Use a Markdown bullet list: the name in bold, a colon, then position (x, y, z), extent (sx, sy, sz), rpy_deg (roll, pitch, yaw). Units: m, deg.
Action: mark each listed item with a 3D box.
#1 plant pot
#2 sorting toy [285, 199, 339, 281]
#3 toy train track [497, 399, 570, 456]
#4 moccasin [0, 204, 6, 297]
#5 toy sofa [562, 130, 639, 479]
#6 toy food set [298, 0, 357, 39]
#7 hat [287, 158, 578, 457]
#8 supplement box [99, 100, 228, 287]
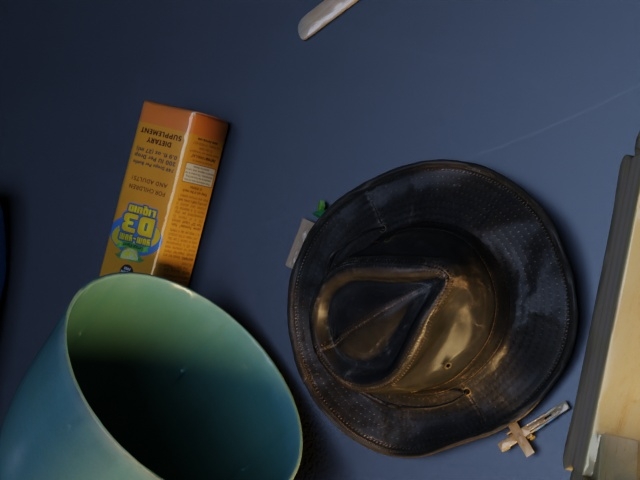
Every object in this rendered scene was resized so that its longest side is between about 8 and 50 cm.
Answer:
- **plant pot**: position (-0.204, 0.218, 1.714), extent (0.235, 0.293, 0.293), rpy_deg (-46, 67, 31)
- **sorting toy**: position (0.000, 0.000, 1.779), extent (0.062, 0.012, 0.083), rpy_deg (26, 99, 30)
- **toy train track**: position (0.219, 0.190, 1.655), extent (0.083, 0.014, 0.048), rpy_deg (-35, 64, 12)
- **moccasin**: position (-0.464, 0.093, 1.923), extent (0.117, 0.138, 0.342), rpy_deg (8, 87, 30)
- **toy sofa**: position (0.345, 0.082, 1.551), extent (0.150, 0.177, 0.362), rpy_deg (11, 89, 1)
- **toy food set**: position (-0.024, -0.349, 1.797), extent (0.128, 0.071, 0.218), rpy_deg (-28, 74, 20)
- **hat**: position (0.085, 0.067, 1.650), extent (0.331, 0.134, 0.331), rpy_deg (-2, 86, 27)
- **supplement box**: position (-0.179, -0.035, 1.833), extent (0.078, 0.080, 0.233), rpy_deg (14, 93, 28)
